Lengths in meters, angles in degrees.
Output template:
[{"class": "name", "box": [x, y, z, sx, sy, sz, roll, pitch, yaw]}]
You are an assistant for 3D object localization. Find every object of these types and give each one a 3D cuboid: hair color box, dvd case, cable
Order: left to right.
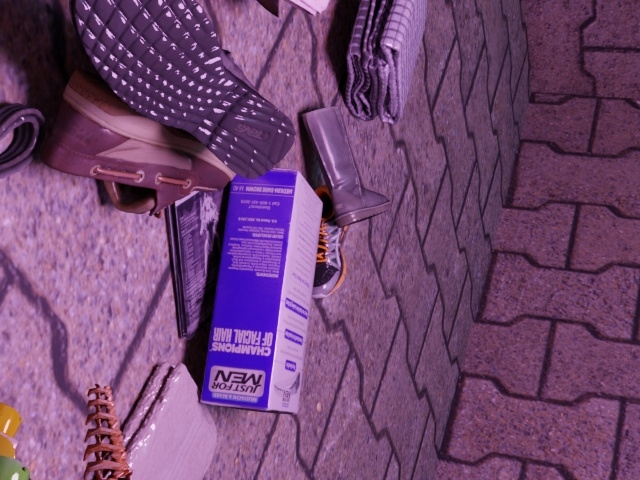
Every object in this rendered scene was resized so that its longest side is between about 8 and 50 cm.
[{"class": "cable", "box": [-0.325, -0.049, 0.827, 0.287, 0.072, 0.139, -26, 125, -65]}, {"class": "dvd case", "box": [-0.162, 0.006, 1.327, 0.164, 0.018, 0.221, -45, 138, -58]}, {"class": "hair color box", "box": [-0.080, 0.080, 1.381, 0.185, 0.110, 0.339, 48, 46, -73]}]

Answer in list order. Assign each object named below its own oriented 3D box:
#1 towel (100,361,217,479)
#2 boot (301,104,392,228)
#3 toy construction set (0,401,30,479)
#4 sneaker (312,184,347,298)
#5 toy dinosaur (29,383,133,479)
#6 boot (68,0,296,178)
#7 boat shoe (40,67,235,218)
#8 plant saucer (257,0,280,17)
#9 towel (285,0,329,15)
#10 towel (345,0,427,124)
[{"class": "towel", "box": [-0.223, 0.313, 1.227, 0.187, 0.049, 0.282, 74, 31, -42]}, {"class": "boot", "box": [0.046, -0.135, 1.664, 0.189, 0.076, 0.208, -15, 82, -67]}, {"class": "toy construction set", "box": [-0.326, 0.167, 0.741, 0.309, 0.257, 0.237, 103, -3, -50]}, {"class": "sneaker", "box": [0.000, 0.000, 1.664, 0.083, 0.084, 0.215, 55, 36, -56]}, {"class": "toy dinosaur", "box": [-0.248, 0.316, 0.930, 0.164, 0.218, 0.322, 63, 39, -53]}, {"class": "boot", "box": [-0.181, -0.207, 0.995, 0.118, 0.223, 0.338, -42, 142, -2]}, {"class": "boat shoe", "box": [-0.207, -0.091, 1.089, 0.123, 0.123, 0.342, -58, 165, 3]}, {"class": "plant saucer", "box": [-0.071, -0.458, 1.253, 0.310, 0.050, 0.310, -177, -90, -86]}, {"class": "towel", "box": [-0.027, -0.414, 0.870, 0.317, 0.053, 0.332, 14, 103, -54]}, {"class": "towel", "box": [0.115, -0.378, 1.747, 0.283, 0.121, 0.235, 74, 30, -70]}]
